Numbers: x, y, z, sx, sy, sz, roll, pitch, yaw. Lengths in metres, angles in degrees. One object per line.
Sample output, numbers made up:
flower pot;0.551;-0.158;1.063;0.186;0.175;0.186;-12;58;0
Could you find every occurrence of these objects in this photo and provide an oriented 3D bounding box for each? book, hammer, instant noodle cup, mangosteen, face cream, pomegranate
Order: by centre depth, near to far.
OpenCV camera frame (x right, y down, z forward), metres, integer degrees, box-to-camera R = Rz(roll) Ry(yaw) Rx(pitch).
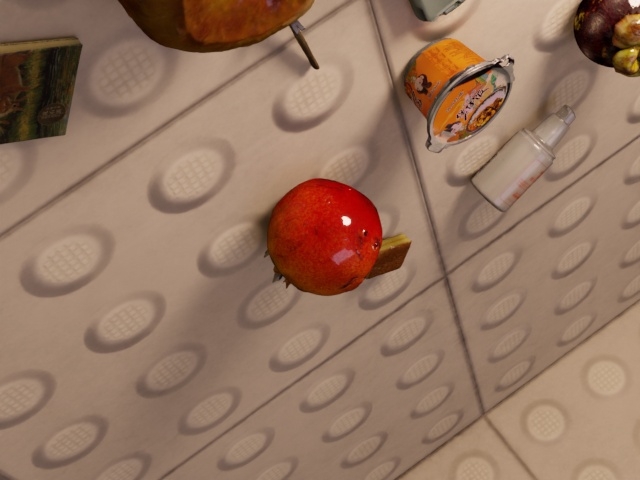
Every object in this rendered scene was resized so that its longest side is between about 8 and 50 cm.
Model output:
book;-0.425;-0.184;1.343;0.228;0.024;0.160;-14;144;-36
hammer;-0.028;-0.303;1.578;0.017;0.062;0.182;-38;156;1
instant noodle cup;0.225;-0.270;1.808;0.208;0.125;0.177;-42;150;5
pomegranate;0.000;0.000;1.858;0.210;0.210;0.235;-3;159;-44
mangosteen;0.581;-0.389;1.937;0.192;0.217;0.192;-24;151;-14
face cream;0.433;-0.179;2.170;0.252;0.101;0.101;-46;148;13

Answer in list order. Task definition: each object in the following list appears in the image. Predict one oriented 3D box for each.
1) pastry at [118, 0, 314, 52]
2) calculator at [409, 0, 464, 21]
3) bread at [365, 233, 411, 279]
pastry;-0.106;-0.391;1.279;0.356;0.164;0.356;-32;151;-21
calculator;0.185;-0.438;1.623;0.141;0.045;0.246;-39;149;1
bread;0.137;0.034;2.204;0.094;0.035;0.090;-17;144;-32
